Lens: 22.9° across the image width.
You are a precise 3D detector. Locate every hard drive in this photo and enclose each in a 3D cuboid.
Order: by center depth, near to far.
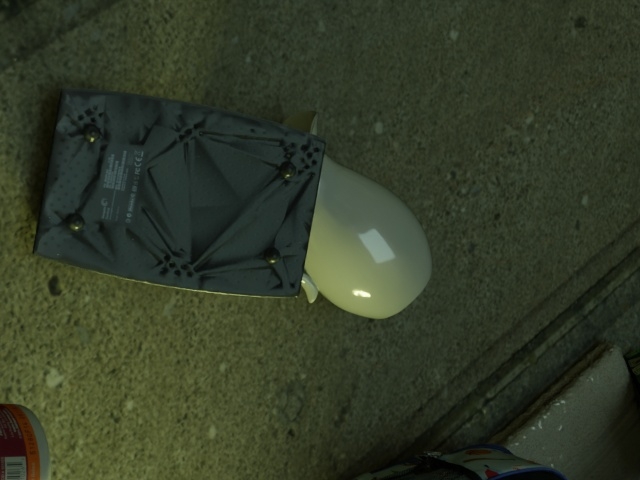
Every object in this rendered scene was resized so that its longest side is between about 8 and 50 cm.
[{"bbox_3d":[-0.132,-0.043,1.475,0.255,0.054,0.172,10,90,-17],"label":"hard drive"}]

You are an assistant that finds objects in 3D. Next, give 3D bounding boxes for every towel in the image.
[{"bbox_3d":[0.294,0.267,1.897,0.282,0.049,0.187,-37,118,-28],"label":"towel"}]

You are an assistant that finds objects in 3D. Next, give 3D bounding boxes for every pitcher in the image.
[{"bbox_3d":[0.000,0.000,1.597,0.178,0.125,0.207,-47,111,-7],"label":"pitcher"}]

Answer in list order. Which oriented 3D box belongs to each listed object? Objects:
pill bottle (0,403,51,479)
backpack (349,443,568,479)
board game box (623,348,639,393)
[{"bbox_3d":[-0.351,0.199,1.340,0.221,0.121,0.121,5,93,-38],"label":"pill bottle"},{"bbox_3d":[0.152,0.344,1.694,0.263,0.213,0.276,-12,110,-24],"label":"backpack"},{"bbox_3d":[0.430,0.247,1.887,0.030,0.259,0.136,-27,115,6],"label":"board game box"}]
